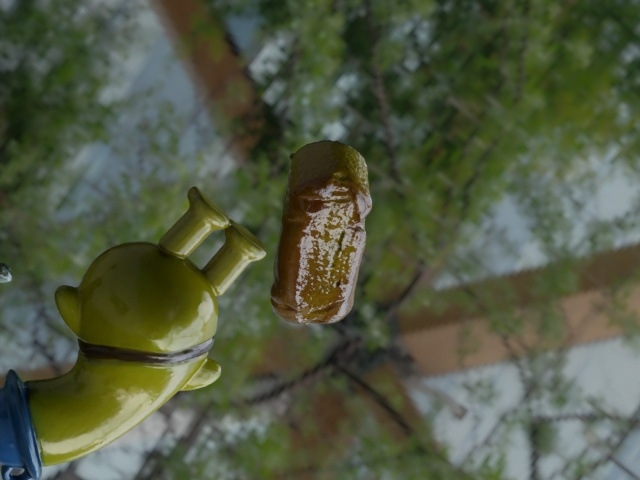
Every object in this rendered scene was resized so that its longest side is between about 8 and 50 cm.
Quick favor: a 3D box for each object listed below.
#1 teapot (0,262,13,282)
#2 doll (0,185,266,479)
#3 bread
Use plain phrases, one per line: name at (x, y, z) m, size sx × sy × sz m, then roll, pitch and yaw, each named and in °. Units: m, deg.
teapot at (-0.420, 0.033, 1.533) m, size 0.294 × 0.129 × 0.193 m, roll -22°, pitch -157°, yaw 1°
doll at (-0.204, 0.118, 1.874) m, size 0.363 × 0.199 × 0.145 m, roll -48°, pitch -159°, yaw 4°
bread at (0.000, 0.000, 2.085) m, size 0.094 × 0.102 × 0.246 m, roll -88°, pitch -173°, yaw -46°
